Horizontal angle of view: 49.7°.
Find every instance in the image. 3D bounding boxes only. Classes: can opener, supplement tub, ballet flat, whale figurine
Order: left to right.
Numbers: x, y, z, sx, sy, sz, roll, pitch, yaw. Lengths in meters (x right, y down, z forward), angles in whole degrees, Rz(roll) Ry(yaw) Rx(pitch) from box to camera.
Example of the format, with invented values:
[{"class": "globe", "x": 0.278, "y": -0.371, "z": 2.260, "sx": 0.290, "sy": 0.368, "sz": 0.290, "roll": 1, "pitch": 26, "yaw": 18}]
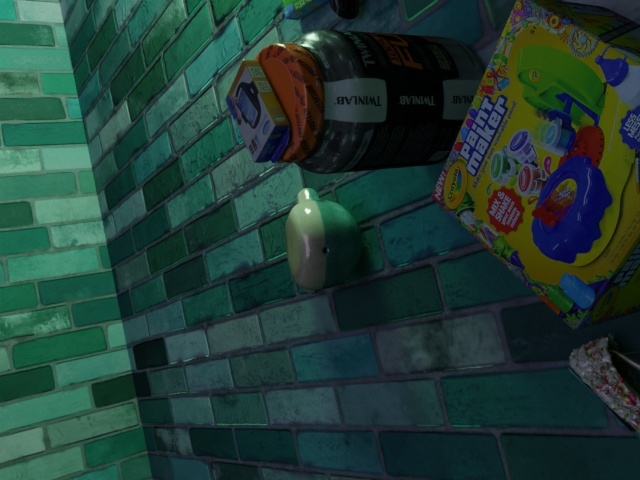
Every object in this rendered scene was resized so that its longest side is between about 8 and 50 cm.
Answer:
[{"class": "whale figurine", "x": 0.000, "y": 0.000, "z": 1.405, "sx": 0.272, "sy": 0.141, "sz": 0.217, "roll": -152, "pitch": 58, "yaw": -77}, {"class": "can opener", "x": 0.046, "y": -0.499, "z": 1.272, "sx": 0.073, "sy": 0.059, "sz": 0.186, "roll": 156, "pitch": 115, "yaw": -81}, {"class": "supplement tub", "x": 0.071, "y": -0.209, "z": 1.048, "sx": 0.207, "sy": 0.337, "sz": 0.207, "roll": 17, "pitch": 111, "yaw": 52}, {"class": "ballet flat", "x": 0.419, "y": 0.214, "z": 0.876, "sx": 0.077, "sy": 0.091, "sz": 0.241, "roll": -53, "pitch": 56, "yaw": 18}]

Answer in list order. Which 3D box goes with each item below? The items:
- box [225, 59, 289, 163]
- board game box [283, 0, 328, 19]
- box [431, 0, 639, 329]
[{"class": "box", "x": -0.087, "y": -0.173, "z": 0.960, "sx": 0.081, "sy": 0.028, "sz": 0.136, "roll": -53, "pitch": 53, "yaw": 47}, {"class": "board game box", "x": -0.030, "y": -0.570, "z": 1.374, "sx": 0.160, "sy": 0.039, "sz": 0.212, "roll": -7, "pitch": 90, "yaw": 56}, {"class": "box", "x": 0.330, "y": -0.100, "z": 0.847, "sx": 0.279, "sy": 0.177, "sz": 0.290, "roll": 50, "pitch": 134, "yaw": 38}]
